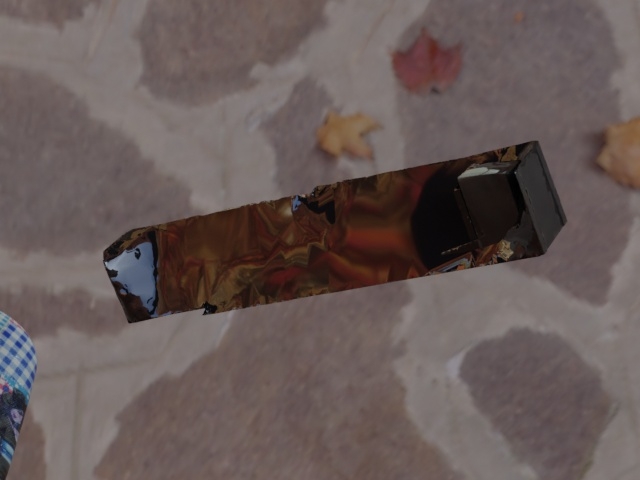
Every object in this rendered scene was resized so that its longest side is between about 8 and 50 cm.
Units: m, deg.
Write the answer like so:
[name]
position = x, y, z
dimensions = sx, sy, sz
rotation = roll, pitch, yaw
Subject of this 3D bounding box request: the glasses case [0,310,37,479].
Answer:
[glasses case]
position = -0.317, 0.174, 1.391
dimensions = 0.125, 0.076, 0.327
rotation = 26, 41, -16

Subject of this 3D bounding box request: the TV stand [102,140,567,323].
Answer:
[TV stand]
position = 0.000, 0.000, 0.901
dimensions = 0.040, 0.256, 0.049
rotation = -47, 121, -54
